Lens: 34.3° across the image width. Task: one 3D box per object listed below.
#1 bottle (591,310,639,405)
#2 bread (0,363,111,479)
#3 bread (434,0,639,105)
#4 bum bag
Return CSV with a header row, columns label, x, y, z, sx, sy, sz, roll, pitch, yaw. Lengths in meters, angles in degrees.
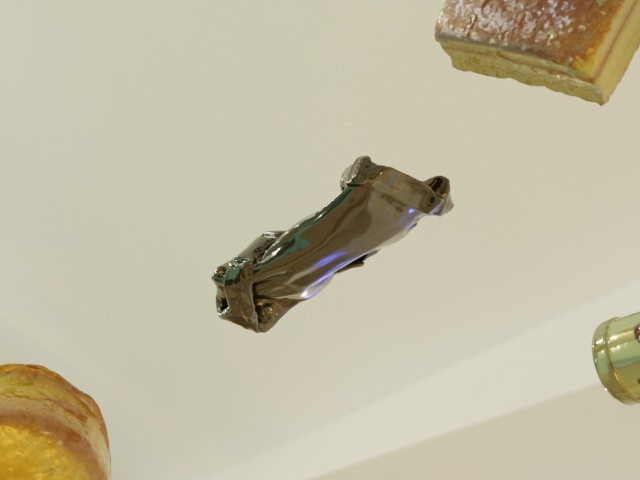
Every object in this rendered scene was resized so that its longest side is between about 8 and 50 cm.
label,x,y,z,sx,sy,sz,roll,pitch,yaw
bottle,0.184,0.048,0.506,0.101,0.063,0.047,-29,-108,44
bread,-0.345,0.266,1.106,0.268,0.268,0.145,53,-4,-19
bread,0.269,-0.281,1.234,0.234,0.184,0.110,22,-12,40
bum bag,0.000,0.000,1.195,0.142,0.326,0.080,36,28,-45
